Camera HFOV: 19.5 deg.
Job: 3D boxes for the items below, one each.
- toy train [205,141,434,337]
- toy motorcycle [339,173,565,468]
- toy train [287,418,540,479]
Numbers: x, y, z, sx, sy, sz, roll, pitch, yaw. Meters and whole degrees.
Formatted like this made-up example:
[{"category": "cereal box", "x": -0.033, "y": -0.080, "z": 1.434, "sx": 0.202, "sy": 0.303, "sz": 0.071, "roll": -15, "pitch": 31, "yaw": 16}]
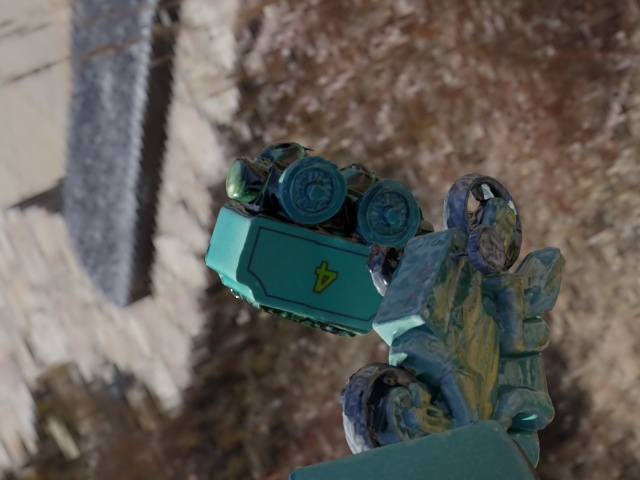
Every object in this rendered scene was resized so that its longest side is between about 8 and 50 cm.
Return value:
[{"category": "toy train", "x": 0.000, "y": 0.000, "z": 1.655, "sx": 0.107, "sy": 0.198, "sz": 0.154, "roll": 26, "pitch": 98, "yaw": 66}, {"category": "toy motorcycle", "x": 0.120, "y": 0.087, "z": 1.430, "sx": 0.109, "sy": 0.296, "sz": 0.198, "roll": -15, "pitch": 129, "yaw": 40}, {"category": "toy train", "x": 0.003, "y": 0.207, "z": 0.942, "sx": 0.298, "sy": 0.194, "sz": 0.120, "roll": 101, "pitch": 152, "yaw": -58}]
